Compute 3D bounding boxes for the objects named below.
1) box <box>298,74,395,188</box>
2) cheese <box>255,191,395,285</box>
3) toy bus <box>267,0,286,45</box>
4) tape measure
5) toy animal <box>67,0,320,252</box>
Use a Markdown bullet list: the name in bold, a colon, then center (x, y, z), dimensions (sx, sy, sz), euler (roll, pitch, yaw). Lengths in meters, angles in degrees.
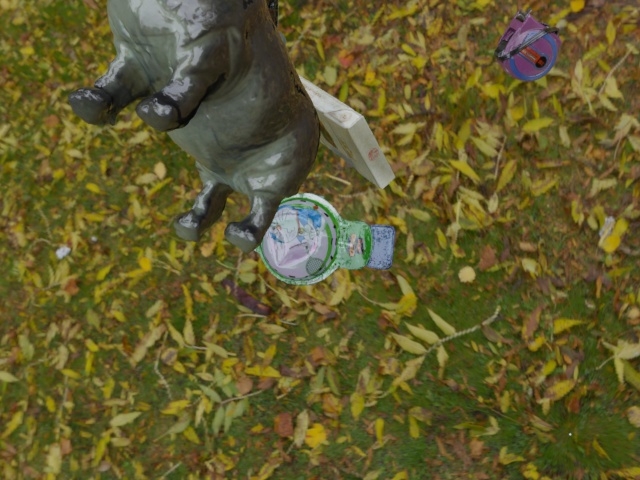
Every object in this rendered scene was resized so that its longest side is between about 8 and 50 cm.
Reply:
- **box**: center (0.009, -0.123, 0.670), dimensions (0.024, 0.090, 0.167), euler (-41, 45, -4)
- **cheese**: center (0.000, 0.000, 1.381), dimensions (0.320, 0.083, 0.204), euler (6, 90, 17)
- **toy bus**: center (-0.165, -0.480, 1.278), dimensions (0.164, 0.133, 0.271), euler (8, 105, 19)
- **tape measure**: center (0.418, -0.387, 1.290), dimensions (0.125, 0.118, 0.074), euler (-53, 25, 22)
- **toy animal**: center (-0.086, -0.145, 0.418), dimensions (0.106, 0.343, 0.168), euler (12, 47, 28)
